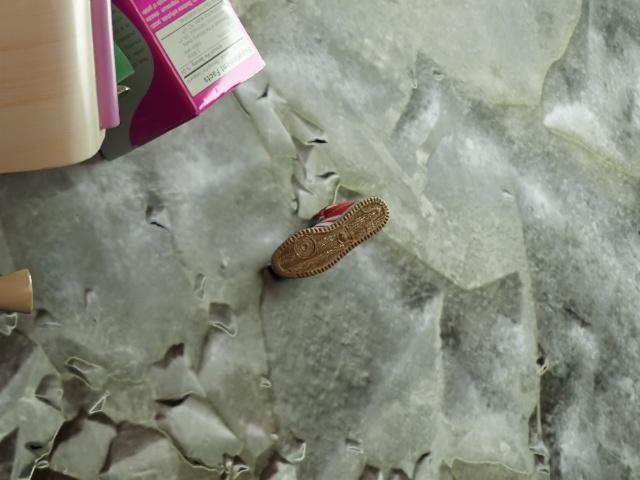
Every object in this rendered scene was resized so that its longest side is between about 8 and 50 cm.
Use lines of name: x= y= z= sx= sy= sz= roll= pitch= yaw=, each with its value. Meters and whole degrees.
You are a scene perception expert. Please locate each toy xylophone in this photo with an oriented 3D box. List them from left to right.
toy xylophone: x=-0.280 y=-0.070 z=1.025 sx=0.322 sy=0.081 sz=0.236 roll=2 pitch=105 yaw=-17

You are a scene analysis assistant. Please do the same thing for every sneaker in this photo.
sneaker: x=0.000 y=0.000 z=1.475 sx=0.118 sy=0.067 sz=0.042 roll=-29 pitch=98 yaw=-21

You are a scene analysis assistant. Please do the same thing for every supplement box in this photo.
supplement box: x=-0.161 y=-0.192 z=1.319 sx=0.220 sy=0.111 sz=0.114 roll=60 pitch=39 yaw=-10

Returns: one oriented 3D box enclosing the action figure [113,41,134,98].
action figure: x=-0.232 y=-0.189 z=1.245 sx=0.232 sy=0.137 sz=0.063 roll=58 pitch=33 yaw=3
